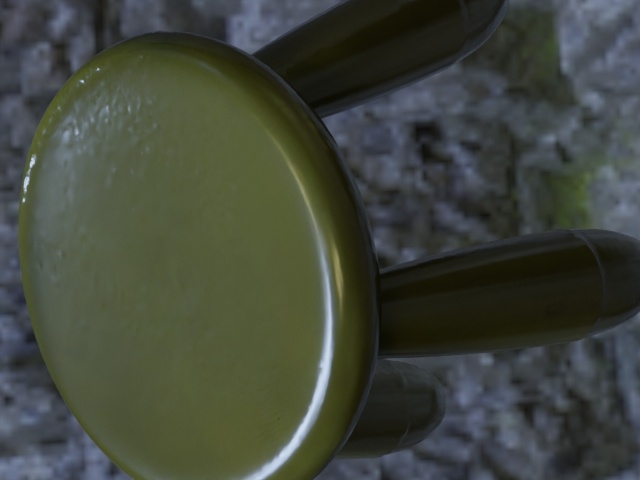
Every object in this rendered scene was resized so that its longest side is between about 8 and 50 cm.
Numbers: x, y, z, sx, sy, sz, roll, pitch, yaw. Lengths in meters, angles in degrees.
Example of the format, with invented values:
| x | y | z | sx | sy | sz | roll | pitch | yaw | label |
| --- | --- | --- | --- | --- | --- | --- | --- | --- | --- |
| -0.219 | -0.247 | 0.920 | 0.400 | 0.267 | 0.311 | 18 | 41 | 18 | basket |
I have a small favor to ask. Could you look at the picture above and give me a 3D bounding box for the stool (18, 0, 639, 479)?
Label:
| x | y | z | sx | sy | sz | roll | pitch | yaw | label |
| --- | --- | --- | --- | --- | --- | --- | --- | --- | --- |
| 0.000 | 0.000 | 0.448 | 0.134 | 0.135 | 0.110 | 22 | -155 | 38 | stool |
